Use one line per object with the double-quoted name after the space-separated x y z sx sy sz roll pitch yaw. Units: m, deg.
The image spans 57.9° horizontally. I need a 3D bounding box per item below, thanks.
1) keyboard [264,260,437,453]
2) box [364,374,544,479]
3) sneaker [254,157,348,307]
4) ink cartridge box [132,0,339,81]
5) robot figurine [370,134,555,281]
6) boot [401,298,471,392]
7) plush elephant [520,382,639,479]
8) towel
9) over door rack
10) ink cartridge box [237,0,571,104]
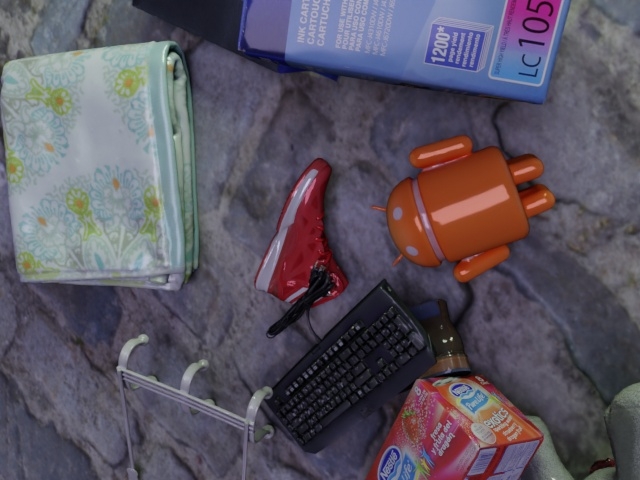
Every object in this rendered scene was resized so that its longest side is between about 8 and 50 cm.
0.005 0.160 0.805 0.202 0.033 0.317 52 128 16 "keyboard"
0.153 0.311 0.749 0.122 0.128 0.257 46 122 48 "box"
0.000 0.000 0.836 0.128 0.087 0.221 26 115 4 "sneaker"
-0.109 -0.349 0.801 0.332 0.065 0.165 26 127 12 "ink cartridge box"
0.181 -0.039 0.744 0.219 0.158 0.128 -20 48 17 "robot figurine"
0.103 0.162 0.831 0.219 0.082 0.106 -21 62 28 "boot"
0.422 0.327 0.665 0.272 0.255 0.330 119 145 -51 "plush elephant"
-0.353 -0.110 0.914 0.320 0.090 0.375 0 95 16 "towel"
-0.205 0.321 0.916 0.239 0.108 0.324 18 114 16 "over door rack"
0.068 -0.316 0.640 0.395 0.151 0.270 10 105 4 "ink cartridge box"
